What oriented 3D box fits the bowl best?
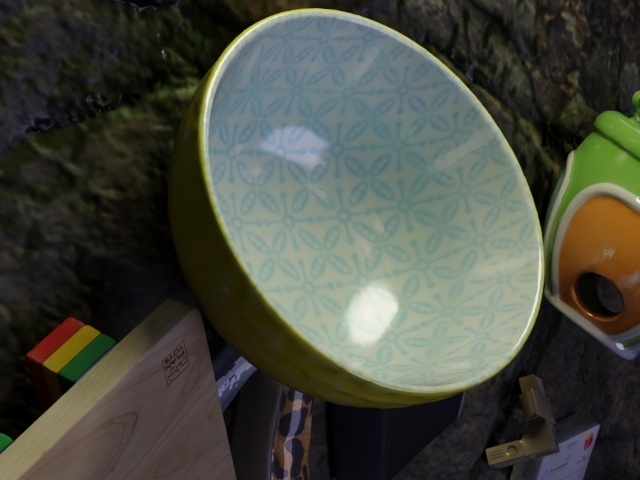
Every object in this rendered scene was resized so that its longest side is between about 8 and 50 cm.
[{"bbox_3d":[0.000,0.000,1.174,0.289,0.289,0.156,-32,177,-45],"label":"bowl"}]

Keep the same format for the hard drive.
[{"bbox_3d":[0.078,0.092,1.495,0.172,0.054,0.255,-36,138,-42],"label":"hard drive"}]

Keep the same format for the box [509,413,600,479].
[{"bbox_3d":[0.256,0.305,1.939,0.145,0.038,0.186,-12,121,-55],"label":"box"}]

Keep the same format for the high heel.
[{"bbox_3d":[-0.014,0.132,1.337,0.186,0.093,0.261,-53,141,-18],"label":"high heel"}]

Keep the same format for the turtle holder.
[{"bbox_3d":[0.334,-0.011,1.702,0.227,0.243,0.320,-55,-169,8],"label":"turtle holder"}]

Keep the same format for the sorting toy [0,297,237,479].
[{"bbox_3d":[-0.177,0.195,1.125,0.257,0.089,0.255,-45,144,-34],"label":"sorting toy"}]

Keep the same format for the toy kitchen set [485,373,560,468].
[{"bbox_3d":[0.206,0.192,1.791,0.068,0.075,0.083,34,41,-63],"label":"toy kitchen set"}]
